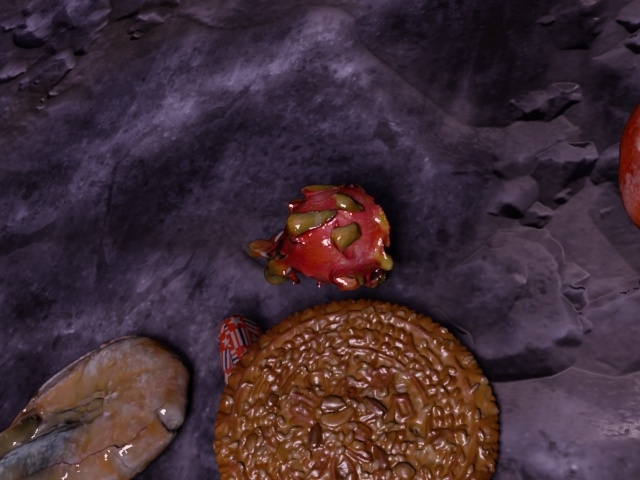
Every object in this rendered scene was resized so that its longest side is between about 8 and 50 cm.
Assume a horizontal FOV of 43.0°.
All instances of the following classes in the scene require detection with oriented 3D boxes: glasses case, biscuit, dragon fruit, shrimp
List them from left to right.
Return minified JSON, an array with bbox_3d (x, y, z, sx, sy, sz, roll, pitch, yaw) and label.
[{"bbox_3d":[-0.364,0.266,1.042,0.446,0.110,0.221,-30,45,4],"label":"shrimp"},{"bbox_3d":[-0.078,0.180,0.952,0.049,0.073,0.194,-32,53,19],"label":"glasses case"},{"bbox_3d":[0.000,0.000,0.995,0.208,0.150,0.133,-10,88,29],"label":"dragon fruit"},{"bbox_3d":[0.035,0.193,0.854,0.305,0.038,0.305,-4,57,6],"label":"biscuit"}]

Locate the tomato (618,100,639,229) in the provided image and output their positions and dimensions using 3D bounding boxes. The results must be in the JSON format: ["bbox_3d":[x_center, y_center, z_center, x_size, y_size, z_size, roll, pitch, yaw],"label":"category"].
[{"bbox_3d":[0.393,-0.076,0.811,0.187,0.151,0.187,-20,48,24],"label":"tomato"}]
